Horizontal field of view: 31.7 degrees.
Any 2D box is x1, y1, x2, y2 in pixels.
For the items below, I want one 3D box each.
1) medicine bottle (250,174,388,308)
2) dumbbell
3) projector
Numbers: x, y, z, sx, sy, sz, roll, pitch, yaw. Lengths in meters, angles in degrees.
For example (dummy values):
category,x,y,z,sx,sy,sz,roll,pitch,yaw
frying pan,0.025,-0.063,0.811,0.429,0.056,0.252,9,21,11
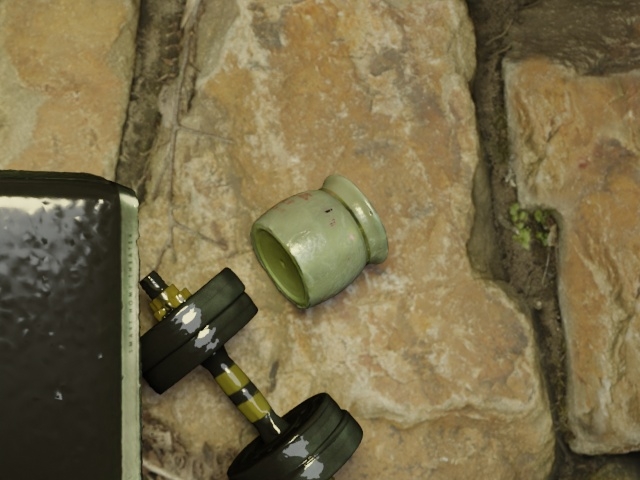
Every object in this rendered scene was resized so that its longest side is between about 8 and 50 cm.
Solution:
category,x,y,z,sx,sy,sz,roll,pitch,yaw
medicine bottle,0.000,0.000,1.524,0.143,0.147,0.147,-33,91,-20
dumbbell,-0.100,0.196,1.444,0.185,0.185,0.388,-40,93,-18
projector,-0.425,0.115,1.289,0.405,0.242,0.395,-2,98,-20
